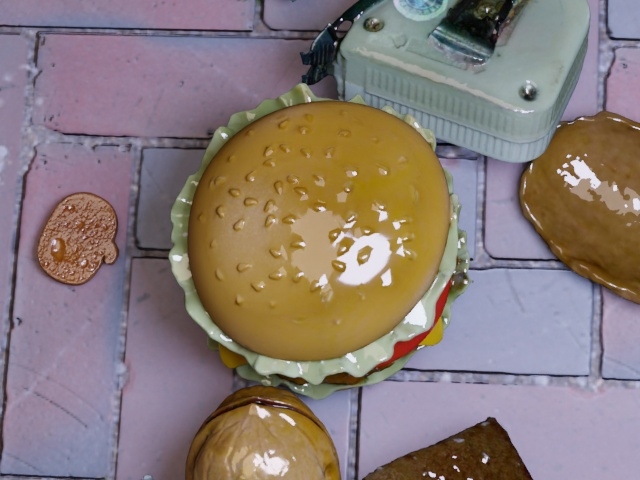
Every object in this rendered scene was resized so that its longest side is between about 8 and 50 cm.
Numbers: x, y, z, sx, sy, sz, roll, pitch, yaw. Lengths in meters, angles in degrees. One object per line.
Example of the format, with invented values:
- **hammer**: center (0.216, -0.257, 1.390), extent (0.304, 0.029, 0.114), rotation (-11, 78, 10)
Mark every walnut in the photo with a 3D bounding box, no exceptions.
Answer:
- **walnut**: center (-0.050, 0.212, 1.723), extent (0.144, 0.144, 0.180), rotation (-9, 116, 2)

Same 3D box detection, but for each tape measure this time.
- **tape measure**: center (0.128, -0.197, 1.814), extent (0.235, 0.115, 0.207), rotation (20, 61, 12)

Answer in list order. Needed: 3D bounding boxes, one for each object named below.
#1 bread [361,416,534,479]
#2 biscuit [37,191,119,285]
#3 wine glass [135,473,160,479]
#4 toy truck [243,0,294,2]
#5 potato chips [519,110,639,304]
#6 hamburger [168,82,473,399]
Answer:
- **bread**: center (0.171, 0.364, 1.667), extent (0.165, 0.113, 0.416), rotation (-14, 70, -35)
- **biscuit**: center (-0.227, 0.000, 1.863), extent (0.078, 0.015, 0.091), rotation (27, 80, 9)
- **wine glass**: center (-0.147, 0.335, 1.718), extent (0.126, 0.126, 0.241), rotation (-21, 78, -1)
- **toy truck**: center (-0.070, -0.282, 1.898), extent (0.154, 0.080, 0.078), rotation (39, 109, 12)
- **potato chips**: center (0.280, -0.029, 1.813), extent (0.202, 0.049, 0.150), rotation (33, 83, 10)
- **hamburger**: center (0.000, 0.000, 1.743), extent (0.274, 0.212, 0.274), rotation (-1, 76, 4)
